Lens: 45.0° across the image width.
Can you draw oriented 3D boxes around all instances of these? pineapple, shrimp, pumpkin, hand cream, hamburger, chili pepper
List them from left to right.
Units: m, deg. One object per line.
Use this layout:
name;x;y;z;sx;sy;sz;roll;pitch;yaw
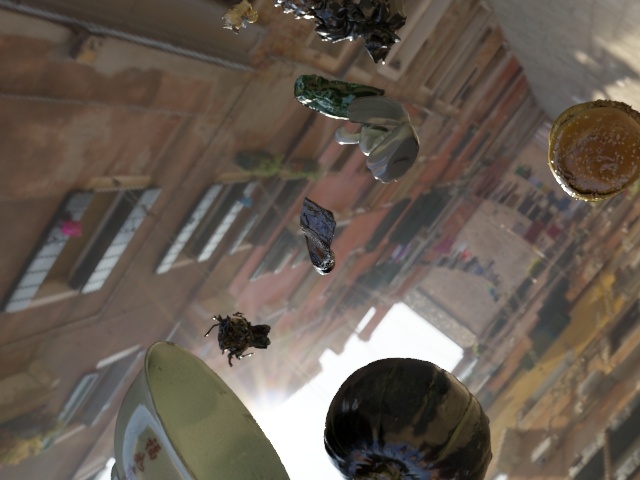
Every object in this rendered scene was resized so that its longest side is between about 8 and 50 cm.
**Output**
shrimp;-0.129;0.152;1.165;0.174;0.076;0.082;38;-136;-75
hand cream;0.000;0.000;1.115;0.062;0.039;0.163;43;163;23
pineapple;0.026;-0.365;1.191;0.237;0.111;0.119;38;156;9
chili pepper;0.046;-0.315;1.710;0.224;0.098;0.061;7;-134;-27
pumpkin;0.166;0.379;1.478;0.323;0.323;0.241;36;-145;1
hamburger;0.512;-0.166;1.403;0.181;0.191;0.118;52;-155;-24

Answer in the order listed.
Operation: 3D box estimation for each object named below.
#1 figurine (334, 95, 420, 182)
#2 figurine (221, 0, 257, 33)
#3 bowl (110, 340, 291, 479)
figurine;0.071;-0.122;0.880;0.094;0.082;0.086;-16;-135;-37
figurine;-0.167;-0.471;1.638;0.051;0.083;0.047;39;158;12
bowl;-0.235;0.406;1.355;0.434;0.196;0.435;52;-176;-5
